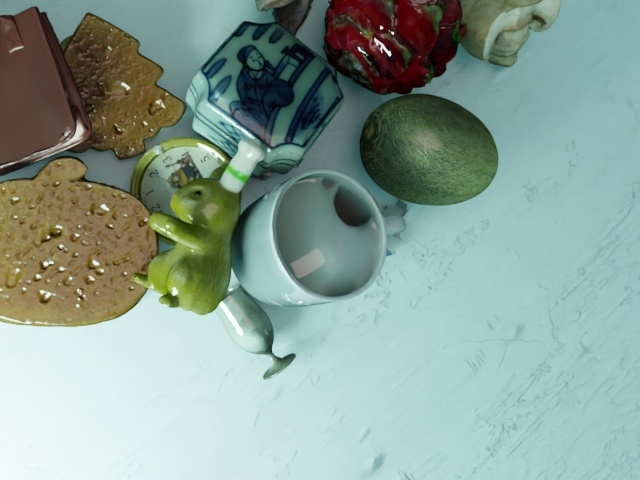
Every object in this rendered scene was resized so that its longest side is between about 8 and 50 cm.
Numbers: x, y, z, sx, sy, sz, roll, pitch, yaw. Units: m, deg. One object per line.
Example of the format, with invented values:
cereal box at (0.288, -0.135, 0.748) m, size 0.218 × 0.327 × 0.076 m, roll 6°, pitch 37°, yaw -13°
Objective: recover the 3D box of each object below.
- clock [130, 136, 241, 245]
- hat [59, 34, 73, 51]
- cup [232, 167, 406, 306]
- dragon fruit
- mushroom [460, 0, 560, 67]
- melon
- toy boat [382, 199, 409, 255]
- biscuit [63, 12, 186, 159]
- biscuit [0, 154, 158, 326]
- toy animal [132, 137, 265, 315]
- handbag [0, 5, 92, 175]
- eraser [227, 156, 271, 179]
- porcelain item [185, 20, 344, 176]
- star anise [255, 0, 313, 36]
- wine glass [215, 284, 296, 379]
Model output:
clock at (-0.284, -0.103, 1.569) m, size 0.237 × 0.057 × 0.237 m, roll -1°, pitch 97°, yaw -5°
hat at (-0.482, -0.374, 1.535) m, size 0.146 × 0.067 × 0.146 m, roll 1°, pitch 86°, yaw -17°
cup at (0.000, 0.000, 1.548) m, size 0.357 × 0.274 × 0.259 m, roll -10°, pitch 86°, yaw -31°
dragon fruit at (0.163, -0.476, 1.626) m, size 0.329 × 0.329 × 0.329 m, roll 1°, pitch 85°, yaw -18°
mushroom at (0.434, -0.545, 1.798) m, size 0.254 × 0.195 × 0.189 m, roll -25°, pitch 61°, yaw -12°
melon at (0.246, -0.201, 1.664) m, size 0.329 × 0.248 × 0.248 m, roll 11°, pitch 82°, yaw -20°
toy boat at (0.149, -0.036, 1.726) m, size 0.105 × 0.034 × 0.149 m, roll 21°, pitch 80°, yaw -17°
biscuit at (-0.425, -0.317, 1.519) m, size 0.278 × 0.043 × 0.301 m, roll -15°, pitch 111°, yaw -17°
biscuit at (-0.525, 0.004, 1.482) m, size 0.395 × 0.070 × 0.350 m, roll 9°, pitch 89°, yaw -16°
toy animal at (-0.241, -0.036, 1.446) m, size 0.180 × 0.181 × 0.362 m, roll 10°, pitch 92°, yaw -30°
handbag at (-0.606, -0.284, 1.437) m, size 0.260 × 0.084 × 0.275 m, roll -19°, pitch 92°, yaw 10°
eraser at (-0.162, -0.160, 1.622) m, size 0.105 × 0.065 × 0.026 m, roll 13°, pitch 83°, yaw -16°
porcelain item at (-0.115, -0.302, 1.566) m, size 0.286 × 0.157 × 0.281 m, roll 38°, pitch 62°, yaw -5°
star anise at (-0.059, -0.570, 1.627) m, size 0.111 × 0.198 × 0.257 m, roll 25°, pitch 74°, yaw 19°
wine glass at (-0.146, 0.194, 1.586) m, size 0.093 × 0.093 × 0.202 m, roll -37°, pitch 97°, yaw -17°
